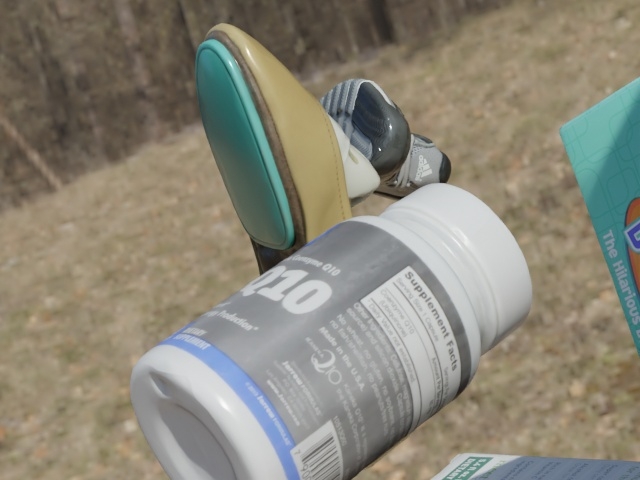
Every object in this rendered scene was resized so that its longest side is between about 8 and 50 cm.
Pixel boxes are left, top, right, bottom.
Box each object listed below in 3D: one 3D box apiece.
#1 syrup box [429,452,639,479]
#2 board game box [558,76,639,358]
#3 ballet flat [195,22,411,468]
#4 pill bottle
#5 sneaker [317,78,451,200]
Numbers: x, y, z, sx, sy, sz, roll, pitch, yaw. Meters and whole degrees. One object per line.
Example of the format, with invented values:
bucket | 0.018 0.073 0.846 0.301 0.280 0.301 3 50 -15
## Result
syrup box | 0.144 0.161 0.685 0.237 0.096 0.093 -6 20 44
board game box | 0.196 0.021 0.553 0.210 0.160 0.047 -4 -20 -39
ballet flat | 0.000 0.000 0.731 0.073 0.232 0.080 -22 21 -24
pill bottle | 0.007 0.039 0.540 0.137 0.078 0.078 -34 5 -30
sneaker | 0.059 -0.074 1.221 0.132 0.086 0.228 14 0 -20
